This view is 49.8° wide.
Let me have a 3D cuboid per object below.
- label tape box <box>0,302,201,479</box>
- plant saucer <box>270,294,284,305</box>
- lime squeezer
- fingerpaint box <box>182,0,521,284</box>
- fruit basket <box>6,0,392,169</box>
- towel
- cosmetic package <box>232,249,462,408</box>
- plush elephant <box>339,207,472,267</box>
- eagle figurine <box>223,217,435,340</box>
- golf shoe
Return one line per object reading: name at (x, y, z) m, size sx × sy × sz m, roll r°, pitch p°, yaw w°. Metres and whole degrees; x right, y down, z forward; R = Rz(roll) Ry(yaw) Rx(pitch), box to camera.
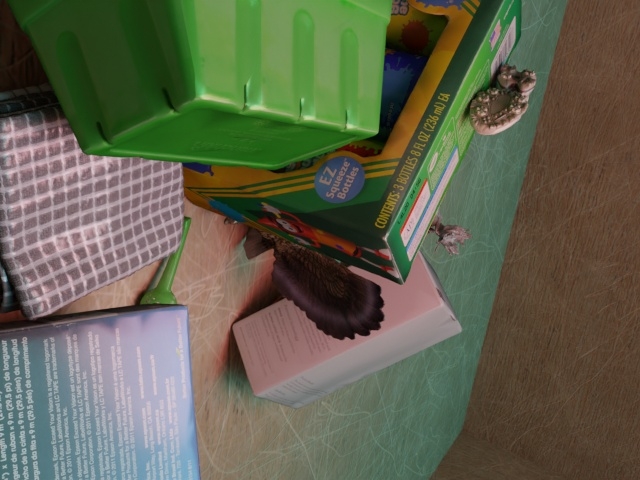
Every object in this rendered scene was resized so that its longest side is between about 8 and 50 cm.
label tape box at (-0.304, 0.205, 0.743) m, size 0.334 × 0.106 × 0.240 m, roll -5°, pitch 92°, yaw -38°
plant saucer at (-0.086, 0.146, 1.429) m, size 0.083 × 0.013 × 0.083 m, roll -43°, pitch 143°, yaw -45°
lime squeezer at (-0.246, 0.123, 1.076) m, size 0.110 × 0.059 × 0.310 m, roll -87°, pitch -176°, yaw -68°
fingerpaint box at (0.034, -0.216, 0.996) m, size 0.444 × 0.371 × 0.163 m, roll -62°, pitch 156°, yaw -16°
fruit basket at (-0.096, -0.279, 0.721) m, size 0.392 × 0.283 × 0.392 m, roll 23°, pitch 60°, yaw -48°
towel at (-0.274, -0.061, 0.793) m, size 0.284 × 0.121 × 0.235 m, roll -33°, pitch 135°, yaw -51°
cosmetic package at (0.056, 0.167, 1.317) m, size 0.385 × 0.156 × 0.217 m, roll -28°, pitch 153°, yaw 7°
plush elephant at (0.108, -0.056, 1.408) m, size 0.255 × 0.330 × 0.271 m, roll -7°, pitch 122°, yaw -42°
eagle figurine at (0.000, 0.002, 1.125) m, size 0.226 × 0.298 × 0.225 m, roll -58°, pitch -176°, yaw 22°
golf shoe at (0.252, -0.175, 0.960) m, size 0.176 × 0.069 × 0.086 m, roll -45°, pitch 153°, yaw -43°
